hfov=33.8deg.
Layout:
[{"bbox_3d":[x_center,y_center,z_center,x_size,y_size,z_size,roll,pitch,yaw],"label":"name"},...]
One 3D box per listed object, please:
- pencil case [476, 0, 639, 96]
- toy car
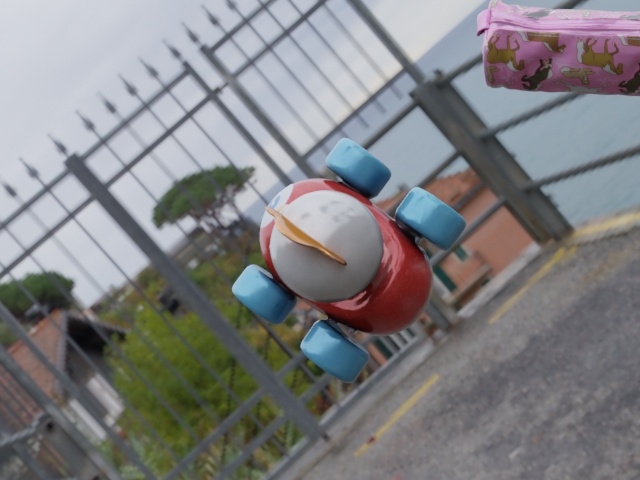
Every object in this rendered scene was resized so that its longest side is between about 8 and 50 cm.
[{"bbox_3d":[0.458,-0.322,1.763,0.386,0.167,0.160,6,30,23],"label":"pencil case"},{"bbox_3d":[0.000,0.000,1.088,0.219,0.210,0.238,-53,-25,1],"label":"toy car"}]
